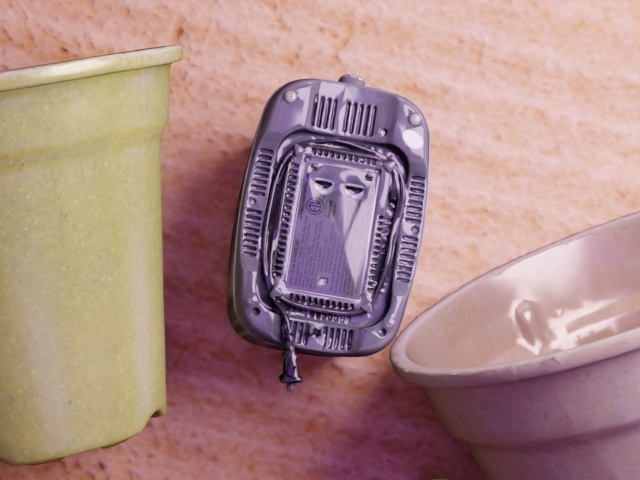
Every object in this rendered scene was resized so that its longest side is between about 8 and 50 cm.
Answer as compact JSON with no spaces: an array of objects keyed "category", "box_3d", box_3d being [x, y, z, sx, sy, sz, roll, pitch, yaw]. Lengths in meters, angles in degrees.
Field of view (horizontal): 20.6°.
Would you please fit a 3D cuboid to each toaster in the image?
[{"category":"toaster","box_3d":[0.000,0.000,1.261,0.129,0.146,0.227,9,82,-6]}]

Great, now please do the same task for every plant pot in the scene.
[{"category":"plant pot","box_3d":[-0.210,0.012,1.190,0.276,0.276,0.254,-10,97,-9]},{"category":"plant pot","box_3d":[0.257,0.158,1.219,0.334,0.334,0.305,-24,99,-10]}]

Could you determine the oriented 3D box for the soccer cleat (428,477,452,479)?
[{"category":"soccer cleat","box_3d":[0.087,0.321,1.286,0.121,0.093,0.289,14,76,-37]}]
